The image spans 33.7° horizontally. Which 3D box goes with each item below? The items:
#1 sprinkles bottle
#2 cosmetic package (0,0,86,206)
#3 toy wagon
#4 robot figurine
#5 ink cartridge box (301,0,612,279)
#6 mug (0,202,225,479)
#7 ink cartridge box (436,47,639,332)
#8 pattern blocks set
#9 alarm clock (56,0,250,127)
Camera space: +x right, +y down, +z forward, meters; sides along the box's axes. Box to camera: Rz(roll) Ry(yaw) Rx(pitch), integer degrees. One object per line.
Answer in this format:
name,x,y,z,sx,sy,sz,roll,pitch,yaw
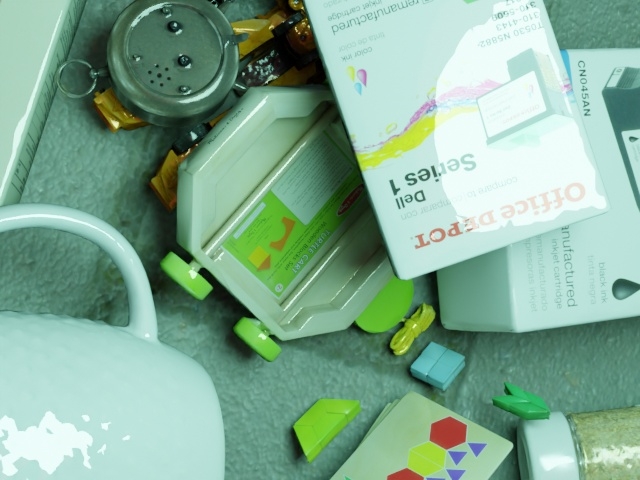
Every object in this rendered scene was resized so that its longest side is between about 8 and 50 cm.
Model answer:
sprinkles bottle,0.402,0.234,1.171,0.356,0.121,0.121,-7,89,2
cosmetic package,-0.322,-0.180,1.037,0.129,0.153,0.296,17,82,-11
toy wagon,0.000,0.000,1.112,0.267,0.068,0.344,-48,126,-8
robot figurine,-0.084,-0.171,1.131,0.291,0.085,0.211,-36,97,-13
ink cartridge box,0.121,-0.122,0.970,0.201,0.117,0.278,-19,90,3
mug,-0.265,0.152,0.966,0.328,0.276,0.374,1,93,-23
ink cartridge box,0.330,-0.062,1.170,0.395,0.166,0.285,-6,90,-22
pattern blocks set,0.092,0.247,1.085,0.325,0.285,0.026,-37,137,-24
alarm clock,-0.164,-0.176,1.041,0.192,0.064,0.129,-15,86,-9
